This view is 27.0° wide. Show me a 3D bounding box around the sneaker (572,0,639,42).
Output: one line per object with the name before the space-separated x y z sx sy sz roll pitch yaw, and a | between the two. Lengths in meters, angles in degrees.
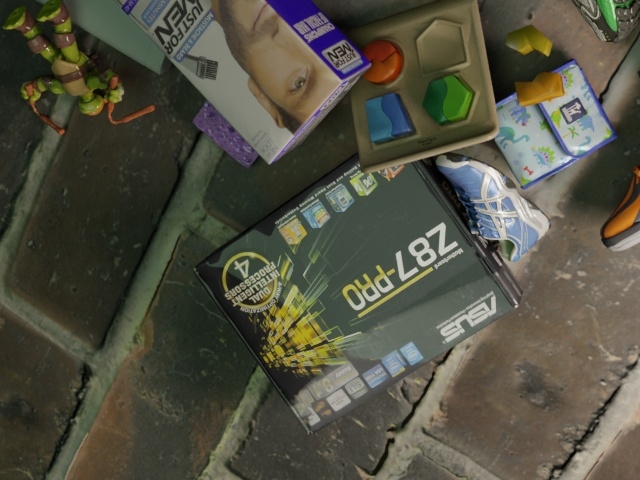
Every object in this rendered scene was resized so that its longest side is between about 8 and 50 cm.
sneaker | 0.304 -0.405 1.755 0.146 0.134 0.344 -34 85 36

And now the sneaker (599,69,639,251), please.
sneaker | 0.465 -0.140 1.788 0.321 0.124 0.180 -44 84 18

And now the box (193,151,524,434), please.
box | 0.054 0.059 2.001 0.395 0.097 0.318 -33 95 19

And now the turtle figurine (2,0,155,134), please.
turtle figurine | -0.383 -0.273 2.082 0.269 0.087 0.217 5 136 38

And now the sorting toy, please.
sorting toy | 0.174 -0.234 1.842 0.307 0.041 0.229 -14 72 26

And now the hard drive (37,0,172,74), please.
hard drive | -0.333 -0.416 2.036 0.307 0.040 0.203 31 120 11

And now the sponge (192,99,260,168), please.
sponge | -0.096 -0.223 2.024 0.117 0.031 0.210 40 118 5

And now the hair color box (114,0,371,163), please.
hair color box | -0.115 -0.297 1.889 0.339 0.110 0.185 46 123 2

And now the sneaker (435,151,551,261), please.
sneaker | 0.236 -0.049 1.871 0.211 0.080 0.081 38 83 -25

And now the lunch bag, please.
lunch bag | 0.316 -0.161 1.848 0.151 0.096 0.129 -28 93 13
